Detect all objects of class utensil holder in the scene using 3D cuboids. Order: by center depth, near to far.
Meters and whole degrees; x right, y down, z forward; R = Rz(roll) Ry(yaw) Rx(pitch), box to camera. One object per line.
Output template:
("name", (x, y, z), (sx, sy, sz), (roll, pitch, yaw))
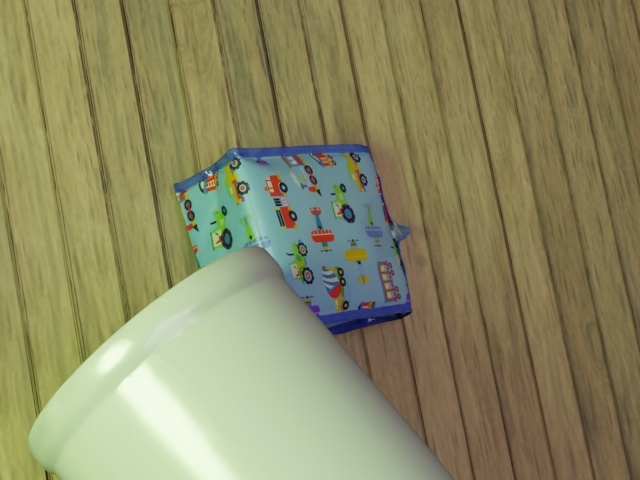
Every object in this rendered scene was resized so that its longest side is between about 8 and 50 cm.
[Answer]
("utensil holder", (-0.057, 0.255, 1.800), (0.327, 0.327, 0.385), (-35, 78, -32))

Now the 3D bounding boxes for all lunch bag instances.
("lunch bag", (0.000, 0.000, 2.092), (0.293, 0.138, 0.221), (-9, 78, -41))
